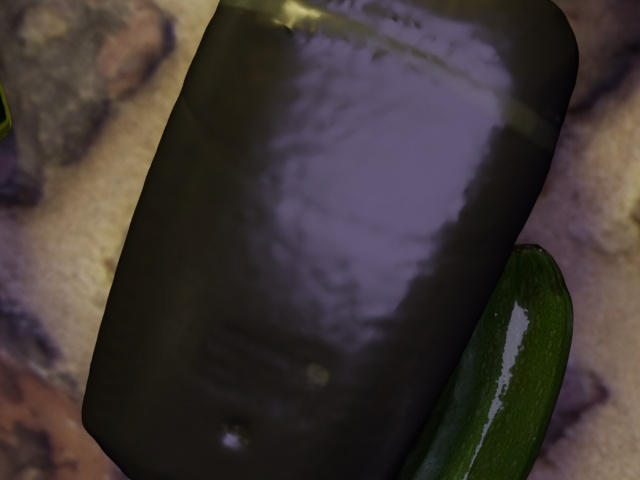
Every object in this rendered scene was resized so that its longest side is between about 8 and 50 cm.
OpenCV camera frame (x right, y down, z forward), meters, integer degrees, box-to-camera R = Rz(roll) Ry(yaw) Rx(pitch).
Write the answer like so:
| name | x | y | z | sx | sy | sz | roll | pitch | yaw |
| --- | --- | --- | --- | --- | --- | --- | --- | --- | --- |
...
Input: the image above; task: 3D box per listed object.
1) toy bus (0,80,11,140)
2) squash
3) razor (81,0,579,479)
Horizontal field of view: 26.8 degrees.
| name | x | y | z | sx | sy | sz | roll | pitch | yaw |
| --- | --- | --- | --- | --- | --- | --- | --- | --- | --- |
| toy bus | -0.309 | -0.081 | 0.712 | 0.262 | 0.128 | 0.150 | -15 | 100 | -2 |
| squash | 0.096 | 0.107 | 0.803 | 0.077 | 0.068 | 0.219 | 20 | 97 | -14 |
| razor | 0.000 | -0.001 | 0.747 | 0.204 | 0.113 | 0.349 | 22 | 98 | 5 |
